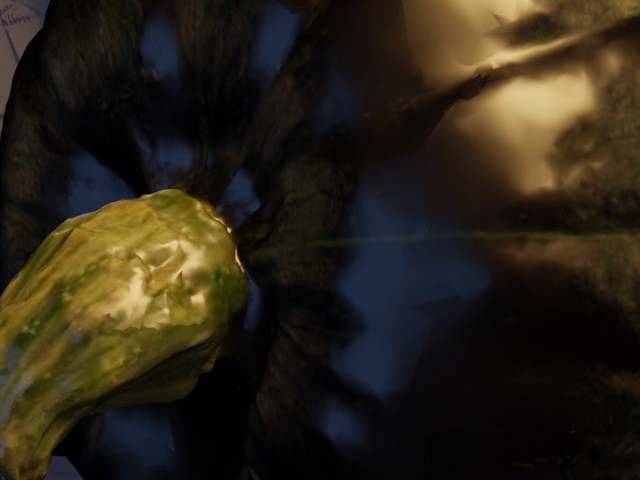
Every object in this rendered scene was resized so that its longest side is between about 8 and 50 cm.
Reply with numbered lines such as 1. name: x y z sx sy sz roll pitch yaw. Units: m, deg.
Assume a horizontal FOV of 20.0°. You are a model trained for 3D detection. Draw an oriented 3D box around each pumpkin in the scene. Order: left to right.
1. pumpkin: 0.000 0.000 0.601 0.296 0.296 0.296 12 109 40

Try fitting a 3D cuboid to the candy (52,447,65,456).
1. candy: -0.152 0.091 0.918 0.175 0.043 0.045 -5 100 39
